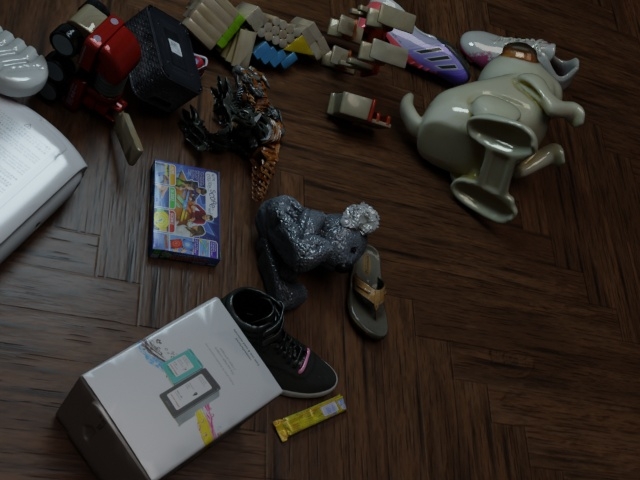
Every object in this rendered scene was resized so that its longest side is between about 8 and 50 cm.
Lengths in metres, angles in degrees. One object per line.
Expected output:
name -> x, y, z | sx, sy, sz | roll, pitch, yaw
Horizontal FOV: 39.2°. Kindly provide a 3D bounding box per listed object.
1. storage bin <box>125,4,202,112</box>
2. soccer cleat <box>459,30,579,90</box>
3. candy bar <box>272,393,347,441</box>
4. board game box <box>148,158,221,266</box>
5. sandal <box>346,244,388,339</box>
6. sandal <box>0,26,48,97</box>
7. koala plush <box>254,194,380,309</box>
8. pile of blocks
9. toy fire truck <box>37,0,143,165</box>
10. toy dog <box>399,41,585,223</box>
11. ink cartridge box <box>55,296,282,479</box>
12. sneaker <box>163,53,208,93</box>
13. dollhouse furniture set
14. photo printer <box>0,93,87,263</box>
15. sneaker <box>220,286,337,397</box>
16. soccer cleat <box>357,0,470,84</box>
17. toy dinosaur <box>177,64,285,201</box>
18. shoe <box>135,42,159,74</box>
storage bin -> -0.318, -0.362, 1.794 | 0.122, 0.084, 0.180 | 19, 49, -55
soccer cleat -> 0.533, -0.497, 2.377 | 0.331, 0.143, 0.116 | 20, 55, -18
candy bar -> -0.014, 0.325, 1.662 | 0.161, 0.018, 0.040 | -17, 75, -36
board game box -> -0.262, -0.054, 1.740 | 0.136, 0.035, 0.201 | 10, 58, -24
sandal -> 0.105, 0.097, 1.838 | 0.090, 0.060, 0.219 | 16, 56, -20
sandal -> -0.683, -0.367, 1.644 | 0.416, 0.102, 0.169 | 37, 42, 15
koala plush -> 0.000, 0.000, 1.761 | 0.221, 0.196, 0.203 | -7, 56, -28
pile of blocks -> -0.158, -0.461, 2.015 | 0.362, 0.149, 0.112 | 10, 14, -34
toy fire truck -> -0.399, -0.286, 1.685 | 0.246, 0.217, 0.158 | 36, 51, -7
toy dog -> 0.424, -0.290, 2.147 | 0.395, 0.285, 0.408 | 21, 46, 26
ink cartridge box -> -0.248, 0.263, 1.454 | 0.270, 0.198, 0.197 | -30, 80, -37
sneaker -> -0.283, -0.351, 1.885 | 0.042, 0.067, 0.118 | 45, 51, 2
dollhouse furniture set -> 0.112, -0.394, 2.032 | 0.135, 0.262, 0.259 | 12, 91, -25
photo printer -> -0.577, -0.115, 1.554 | 0.256, 0.107, 0.307 | 37, 50, -4
sneaker -> -0.077, 0.188, 1.628 | 0.295, 0.147, 0.104 | 29, 50, -13
soccer cleat -> 0.230, -0.474, 2.236 | 0.318, 0.108, 0.116 | 37, 73, -8
toy dinosaur -> -0.148, -0.237, 1.850 | 0.218, 0.164, 0.322 | 14, 33, -41
shoe -> -0.408, -0.372, 1.835 | 0.178, 0.081, 0.063 | 34, 32, -46
